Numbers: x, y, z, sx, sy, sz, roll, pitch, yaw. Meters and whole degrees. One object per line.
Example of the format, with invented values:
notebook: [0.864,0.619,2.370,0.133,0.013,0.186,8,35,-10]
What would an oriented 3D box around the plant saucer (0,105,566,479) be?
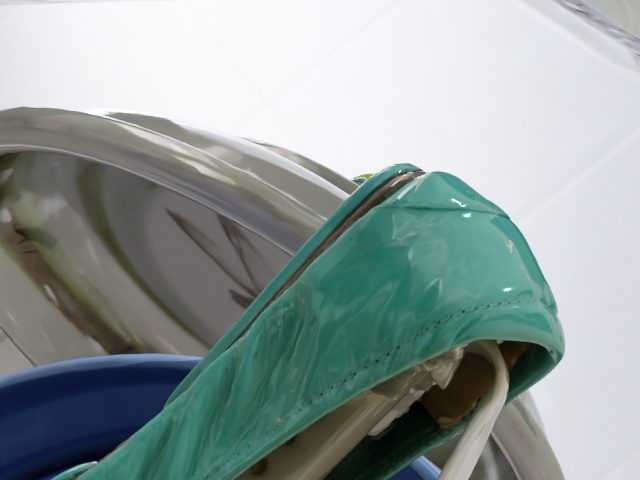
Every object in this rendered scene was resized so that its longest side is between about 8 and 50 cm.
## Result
plant saucer: [-0.025,0.049,0.932,0.400,0.100,0.400,28,-27,16]

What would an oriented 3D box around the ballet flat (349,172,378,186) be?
ballet flat: [0.000,0.000,1.125,0.077,0.077,0.231,14,-12,-33]

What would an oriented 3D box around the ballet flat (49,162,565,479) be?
ballet flat: [-0.029,0.084,0.461,0.087,0.247,0.083,45,-4,30]

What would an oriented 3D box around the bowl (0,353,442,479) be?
bowl: [-0.077,0.232,0.554,0.391,0.391,0.077,52,5,35]

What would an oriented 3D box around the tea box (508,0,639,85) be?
tea box: [0.240,-0.213,0.925,0.329,0.220,0.323,26,-1,-34]

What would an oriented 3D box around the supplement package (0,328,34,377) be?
supplement package: [-0.198,0.132,1.207,0.145,0.262,0.204,27,4,-31]

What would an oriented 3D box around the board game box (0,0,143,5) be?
board game box: [-0.229,-0.166,0.975,0.213,0.317,0.046,-173,-101,-80]
